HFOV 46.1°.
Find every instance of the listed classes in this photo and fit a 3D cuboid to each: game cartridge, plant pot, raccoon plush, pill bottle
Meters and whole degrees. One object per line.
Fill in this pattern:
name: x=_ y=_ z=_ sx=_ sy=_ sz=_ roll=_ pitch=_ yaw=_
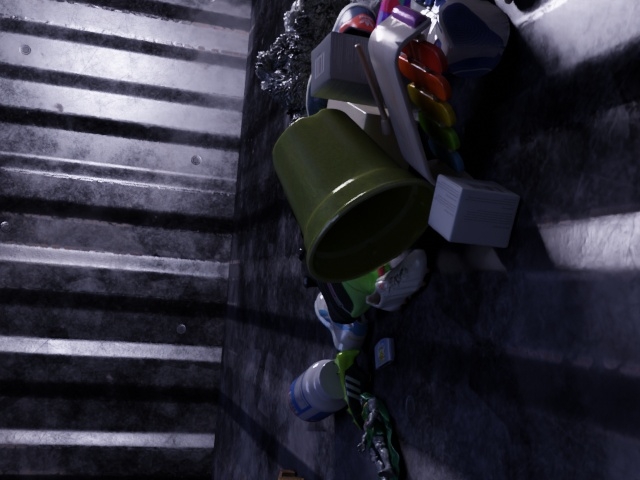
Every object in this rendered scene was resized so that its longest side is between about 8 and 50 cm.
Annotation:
game cartridge: x=0.135 y=0.237 z=1.590 sx=0.083 sy=0.017 sz=0.056 roll=127 pitch=149 yaw=-60
plant pot: x=0.041 y=-0.103 z=1.425 sx=0.254 sy=0.276 sz=0.276 roll=58 pitch=145 yaw=28
raccoon plush: x=0.016 y=-0.476 z=2.080 sx=0.446 sy=0.216 sz=0.299 roll=58 pitch=134 yaw=17
pill bottle: x=0.007 y=0.354 z=1.791 sx=0.221 sy=0.124 sz=0.124 roll=130 pitch=142 yaw=-61

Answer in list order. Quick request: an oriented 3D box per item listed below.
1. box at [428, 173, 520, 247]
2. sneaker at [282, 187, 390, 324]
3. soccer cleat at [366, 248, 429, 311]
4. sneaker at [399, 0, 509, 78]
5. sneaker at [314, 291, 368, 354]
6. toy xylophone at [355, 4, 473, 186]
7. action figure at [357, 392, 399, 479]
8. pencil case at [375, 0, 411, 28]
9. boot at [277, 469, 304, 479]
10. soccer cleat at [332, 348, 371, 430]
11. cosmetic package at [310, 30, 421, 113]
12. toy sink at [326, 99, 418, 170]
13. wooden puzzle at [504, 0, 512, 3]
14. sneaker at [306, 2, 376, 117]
box: x=0.238 y=-0.047 z=1.180 sx=0.102 sy=0.101 sz=0.087 roll=-126 pitch=44 yaw=-68
sneaker: x=0.000 y=0.000 z=1.752 sx=0.202 sy=0.185 sz=0.483 roll=-63 pitch=30 yaw=31
soccer cleat: x=0.151 y=0.083 z=1.475 sx=0.196 sy=0.076 sz=0.068 roll=118 pitch=153 yaw=-51
sneaker: x=0.224 y=-0.345 z=1.327 sx=0.315 sy=0.127 sz=0.182 roll=-103 pitch=16 yaw=-47
sneaker: x=0.055 y=0.174 z=1.779 sx=0.228 sy=0.087 sz=0.092 roll=53 pitch=128 yaw=57
toy xylophone: x=0.155 y=-0.240 z=1.275 sx=0.236 sy=0.081 sz=0.322 roll=58 pitch=171 yaw=50
action figure: x=0.113 y=0.399 z=1.538 sx=0.232 sy=0.063 sz=0.137 roll=-103 pitch=21 yaw=-56
pencil case: x=0.173 y=-0.505 z=1.562 sx=0.104 sy=0.104 sz=0.236 roll=-123 pitch=41 yaw=-65
boot: x=-0.089 y=0.731 z=2.089 sx=0.197 sy=0.073 sz=0.152 roll=124 pitch=151 yaw=-81
soccer cleat: x=0.083 y=0.328 z=1.659 sx=0.060 sy=0.072 sz=0.179 roll=30 pitch=-137 yaw=-82
cosmetic package: x=0.110 y=-0.325 z=1.474 sx=0.127 sy=0.238 sz=0.107 roll=162 pitch=110 yaw=-69
toy sink: x=0.103 y=-0.221 z=1.647 sx=0.234 sy=0.131 sz=0.153 roll=-132 pitch=50 yaw=-62
wooden puzzle: x=0.318 y=-0.531 z=1.174 sx=0.238 sy=0.044 sz=0.221 roll=119 pitch=152 yaw=-53
sneaker: x=0.051 y=-0.407 z=1.880 sx=0.148 sy=0.131 sz=0.350 roll=-99 pitch=22 yaw=-53
